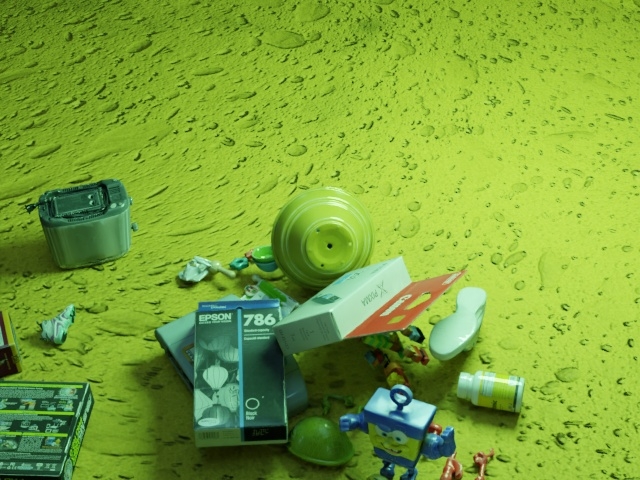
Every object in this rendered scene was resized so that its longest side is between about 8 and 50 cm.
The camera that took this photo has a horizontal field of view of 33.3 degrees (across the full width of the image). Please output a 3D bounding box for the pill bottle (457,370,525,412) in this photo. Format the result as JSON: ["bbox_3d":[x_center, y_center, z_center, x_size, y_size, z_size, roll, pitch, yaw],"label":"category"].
[{"bbox_3d":[0.310,0.272,1.949,0.116,0.065,0.065,9,42,14],"label":"pill bottle"}]

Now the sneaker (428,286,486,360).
[{"bbox_3d":[0.268,0.180,2.033,0.080,0.094,0.212,11,34,26],"label":"sneaker"}]

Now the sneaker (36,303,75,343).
[{"bbox_3d":[-0.537,0.164,2.156,0.069,0.038,0.098,5,41,8],"label":"sneaker"}]

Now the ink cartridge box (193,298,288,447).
[{"bbox_3d":[-0.148,0.218,1.951,0.165,0.065,0.333,-3,46,-4],"label":"ink cartridge box"}]

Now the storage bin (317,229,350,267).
[{"bbox_3d":[0.000,0.000,2.278,0.091,0.098,0.135,-37,45,4],"label":"storage bin"}]

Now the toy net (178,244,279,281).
[{"bbox_3d":[-0.187,0.038,2.257,0.232,0.045,0.122,-6,26,6],"label":"toy net"}]

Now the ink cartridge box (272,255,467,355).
[{"bbox_3d":[0.095,0.105,1.964,0.261,0.066,0.296,-17,9,34],"label":"ink cartridge box"}]

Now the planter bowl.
[{"bbox_3d":[0.013,0.004,2.152,0.217,0.217,0.090,-10,11,-7],"label":"planter bowl"}]

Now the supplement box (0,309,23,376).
[{"bbox_3d":[-0.682,0.218,2.070,0.188,0.081,0.104,-16,43,-14],"label":"supplement box"}]

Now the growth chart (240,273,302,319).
[{"bbox_3d":[-0.141,0.170,2.134,0.172,0.021,0.237,26,49,29],"label":"growth chart"}]

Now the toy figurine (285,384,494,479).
[{"bbox_3d":[0.119,0.299,1.816,0.362,0.217,0.191,18,45,23],"label":"toy figurine"}]

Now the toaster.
[{"bbox_3d":[-0.508,-0.031,2.297,0.226,0.147,0.129,-13,41,-12],"label":"toaster"}]

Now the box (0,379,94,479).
[{"bbox_3d":[-0.565,0.350,1.927,0.270,0.060,0.216,1,40,4],"label":"box"}]

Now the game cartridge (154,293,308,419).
[{"bbox_3d":[-0.159,0.231,2.015,0.198,0.062,0.297,-28,53,-19],"label":"game cartridge"}]

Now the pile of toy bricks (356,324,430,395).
[{"bbox_3d":[0.109,0.183,2.004,0.105,0.118,0.212,22,24,-32],"label":"pile of toy bricks"}]
